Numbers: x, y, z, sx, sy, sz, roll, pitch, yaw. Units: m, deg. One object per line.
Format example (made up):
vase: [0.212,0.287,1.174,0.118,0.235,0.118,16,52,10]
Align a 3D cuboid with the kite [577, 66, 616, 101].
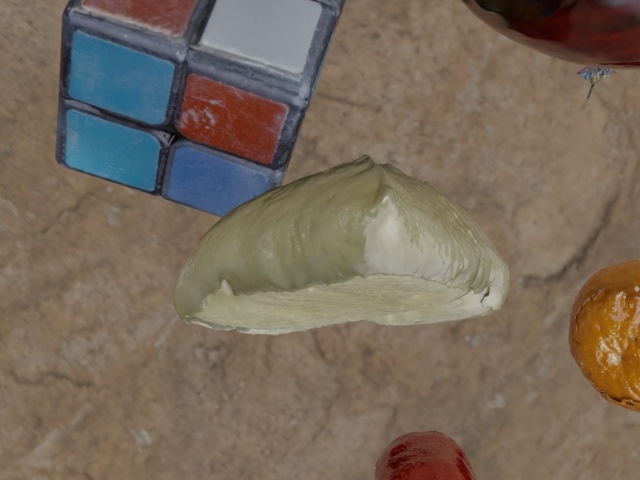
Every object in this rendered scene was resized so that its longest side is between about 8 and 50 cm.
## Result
kite: [0.331,-0.197,1.485,0.044,0.078,0.002,13,57,-18]

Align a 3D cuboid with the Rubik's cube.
Rubik's cube: [-0.154,-0.251,1.597,0.316,0.318,0.313,18,55,-2]

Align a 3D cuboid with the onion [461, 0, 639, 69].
onion: [0.178,-0.262,0.693,0.341,0.341,0.341,-11,112,-28]

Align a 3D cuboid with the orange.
orange: [0.405,0.114,1.491,0.161,0.193,0.193,-16,117,-55]

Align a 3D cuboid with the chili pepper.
chili pepper: [0.078,0.244,0.975,0.092,0.368,0.137,16,110,2]

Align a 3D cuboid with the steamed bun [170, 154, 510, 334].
steamed bun: [0.028,0.001,0.832,0.212,0.231,0.110,10,74,-43]
